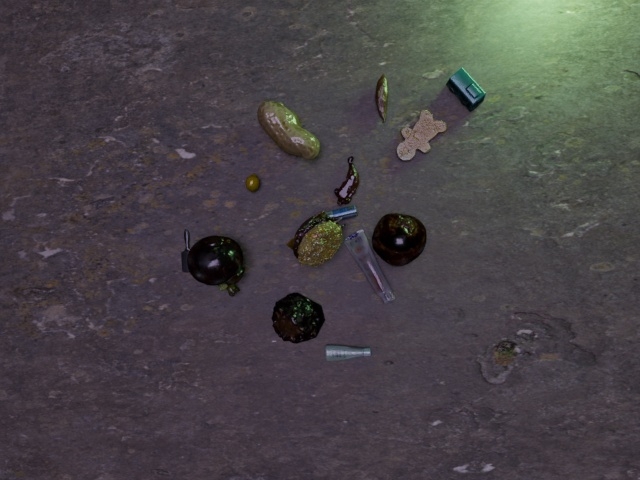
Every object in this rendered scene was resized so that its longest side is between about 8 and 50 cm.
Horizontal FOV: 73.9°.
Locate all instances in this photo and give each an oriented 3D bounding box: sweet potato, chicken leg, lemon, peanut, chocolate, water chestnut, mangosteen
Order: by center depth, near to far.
[{"bbox_3d":[0.317,0.002,1.726,0.223,0.238,0.224,-10,47,10],"label":"water chestnut"},{"bbox_3d":[-0.114,0.338,1.765,0.224,0.177,0.207,28,92,7],"label":"chocolate"},{"bbox_3d":[-0.431,0.119,1.797,0.231,0.231,0.290,-8,114,6],"label":"mangosteen"},{"bbox_3d":[0.259,-0.601,1.799,0.059,0.068,0.206,-3,94,31],"label":"sweet potato"},{"bbox_3d":[-0.135,-0.464,1.804,0.325,0.140,0.153,40,76,4],"label":"peanut"},{"bbox_3d":[0.120,-0.248,1.814,0.089,0.048,0.219,22,91,3],"label":"chicken leg"},{"bbox_3d":[-0.296,-0.251,1.852,0.062,0.062,0.084,10,90,6],"label":"lemon"}]

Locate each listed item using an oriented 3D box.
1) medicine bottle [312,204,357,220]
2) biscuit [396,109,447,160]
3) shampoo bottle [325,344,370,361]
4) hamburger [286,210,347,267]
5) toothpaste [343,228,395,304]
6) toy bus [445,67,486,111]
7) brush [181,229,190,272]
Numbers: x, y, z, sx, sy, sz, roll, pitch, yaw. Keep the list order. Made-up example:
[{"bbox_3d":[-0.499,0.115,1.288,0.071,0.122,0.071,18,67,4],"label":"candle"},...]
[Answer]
[{"bbox_3d":[0.063,-0.106,1.816,0.190,0.051,0.051,-12,88,6],"label":"medicine bottle"},{"bbox_3d":[0.410,-0.435,1.795,0.153,0.030,0.234,39,93,6],"label":"biscuit"},{"bbox_3d":[0.117,0.477,1.804,0.190,0.041,0.069,-3,83,6],"label":"shampoo bottle"},{"bbox_3d":[0.000,0.000,1.735,0.138,0.243,0.262,43,96,29],"label":"hamburger"},{"bbox_3d":[0.210,0.114,1.793,0.100,0.066,0.323,-30,81,10],"label":"toothpaste"},{"bbox_3d":[0.601,-0.620,1.748,0.079,0.092,0.160,-40,85,5],"label":"toy bus"},{"bbox_3d":[-0.593,0.046,1.901,0.062,0.016,0.194,-4,89,6],"label":"brush"}]
